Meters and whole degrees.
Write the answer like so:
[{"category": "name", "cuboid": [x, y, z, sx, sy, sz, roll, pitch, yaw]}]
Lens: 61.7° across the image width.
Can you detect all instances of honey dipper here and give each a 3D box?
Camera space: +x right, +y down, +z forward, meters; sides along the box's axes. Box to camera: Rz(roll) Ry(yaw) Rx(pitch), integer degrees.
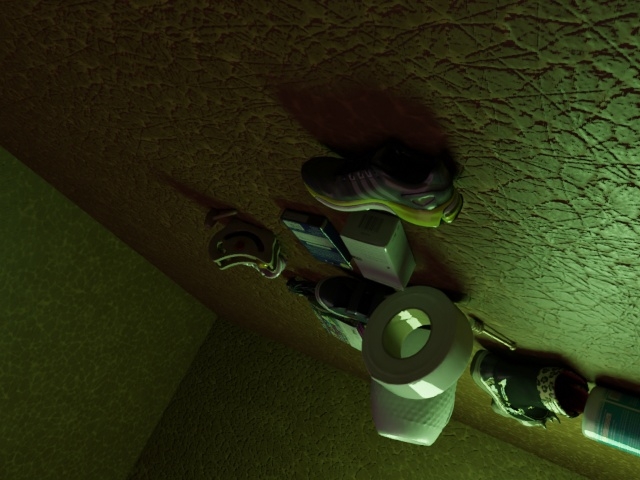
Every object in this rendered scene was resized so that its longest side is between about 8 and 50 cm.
[{"category": "honey dipper", "cuboid": [0.479, 0.265, 1.488, 0.160, 0.031, 0.030, 30, 161, -15]}]

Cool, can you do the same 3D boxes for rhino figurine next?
[{"category": "rhino figurine", "cuboid": [0.725, 0.598, 1.900, 0.243, 0.106, 0.073, 19, 160, 24]}]

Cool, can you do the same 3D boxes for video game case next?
[{"category": "video game case", "cuboid": [0.081, 0.317, 1.978, 0.210, 0.042, 0.232, 22, 155, 32]}]

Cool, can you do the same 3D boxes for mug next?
[{"category": "mug", "cuboid": [0.331, 0.498, 1.771, 0.276, 0.328, 0.374, -8, 149, 44]}]

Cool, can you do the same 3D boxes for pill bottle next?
[{"category": "pill bottle", "cuboid": [0.838, 0.488, 1.395, 0.264, 0.146, 0.146, 13, 156, 38]}]

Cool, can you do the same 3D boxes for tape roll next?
[{"category": "tape roll", "cuboid": [0.247, 0.263, 1.401, 0.286, 0.286, 0.100, 6, 151, 48]}]

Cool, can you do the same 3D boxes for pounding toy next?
[{"category": "pounding toy", "cuboid": [-0.260, 0.008, 1.628, 0.269, 0.154, 0.155, 21, 160, 17]}]

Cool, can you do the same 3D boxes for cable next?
[{"category": "cable", "cuboid": [-0.049, 0.191, 1.986, 0.150, 0.047, 0.184, 33, 160, -15]}]

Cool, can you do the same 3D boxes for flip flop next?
[{"category": "flip flop", "cuboid": [0.075, 0.197, 1.804, 0.277, 0.080, 0.112, -15, 131, 42]}]

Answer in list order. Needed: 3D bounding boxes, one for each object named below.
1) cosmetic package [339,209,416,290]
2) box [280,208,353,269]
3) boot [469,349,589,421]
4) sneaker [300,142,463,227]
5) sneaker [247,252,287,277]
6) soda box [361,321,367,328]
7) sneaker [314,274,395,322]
[{"category": "cosmetic package", "cuboid": [0.138, 0.023, 1.236, 0.117, 0.086, 0.231, 17, 158, 29]}, {"category": "box", "cuboid": [0.000, 0.000, 1.433, 0.136, 0.037, 0.225, 14, 156, 35]}, {"category": "boot", "cuboid": [0.661, 0.464, 1.607, 0.377, 0.138, 0.284, 43, 156, -25]}, {"category": "sneaker", "cuboid": [0.096, -0.117, 0.927, 0.299, 0.111, 0.121, 11, 146, 27]}, {"category": "sneaker", "cuboid": [-0.205, 0.043, 1.759, 0.236, 0.095, 0.104, 31, -164, 20]}, {"category": "soda box", "cuboid": [0.180, 0.297, 1.932, 0.061, 0.058, 0.181, 31, 160, -12]}, {"category": "sneaker", "cuboid": [0.146, 0.187, 1.596, 0.320, 0.126, 0.127, 21, 168, -14]}]
